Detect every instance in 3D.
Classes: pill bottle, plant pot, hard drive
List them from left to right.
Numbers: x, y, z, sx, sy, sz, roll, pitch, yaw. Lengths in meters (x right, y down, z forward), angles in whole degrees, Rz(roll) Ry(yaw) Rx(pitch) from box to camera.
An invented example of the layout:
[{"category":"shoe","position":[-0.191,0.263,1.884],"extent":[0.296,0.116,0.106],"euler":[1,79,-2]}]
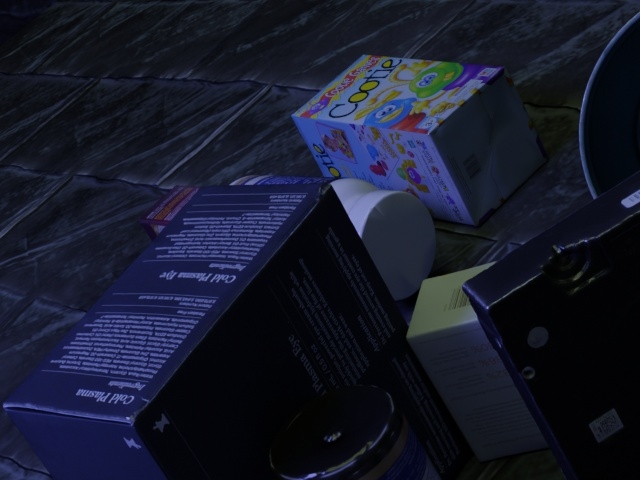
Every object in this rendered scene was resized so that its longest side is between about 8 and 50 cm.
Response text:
[{"category":"pill bottle","position":[0.000,0.000,2.028],"extent":[0.265,0.153,0.153],"euler":[3,42,48]},{"category":"pill bottle","position":[0.055,0.241,1.493],"extent":[0.123,0.219,0.123],"euler":[-23,28,13]},{"category":"hard drive","position":[0.285,0.110,1.364],"extent":[0.237,0.339,0.064],"euler":[-33,25,-4]},{"category":"plant pot","position":[0.404,-0.110,1.727],"extent":[0.293,0.293,0.196],"euler":[-26,1,8]}]

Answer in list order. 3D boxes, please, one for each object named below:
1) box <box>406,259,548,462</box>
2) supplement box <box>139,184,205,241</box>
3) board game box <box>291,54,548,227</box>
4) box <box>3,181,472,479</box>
[{"category":"box","position":[0.181,0.112,1.643],"extent":[0.130,0.170,0.091],"euler":[-15,32,26]},{"category":"supplement box","position":[-0.132,-0.006,2.220],"extent":[0.188,0.104,0.081],"euler":[6,43,48]},{"category":"board game box","position":[0.120,-0.129,2.140],"extent":[0.142,0.144,0.275],"euler":[-42,31,-24]},{"category":"box","position":[-0.063,0.173,1.589],"extent":[0.179,0.343,0.312],"euler":[0,39,42]}]
